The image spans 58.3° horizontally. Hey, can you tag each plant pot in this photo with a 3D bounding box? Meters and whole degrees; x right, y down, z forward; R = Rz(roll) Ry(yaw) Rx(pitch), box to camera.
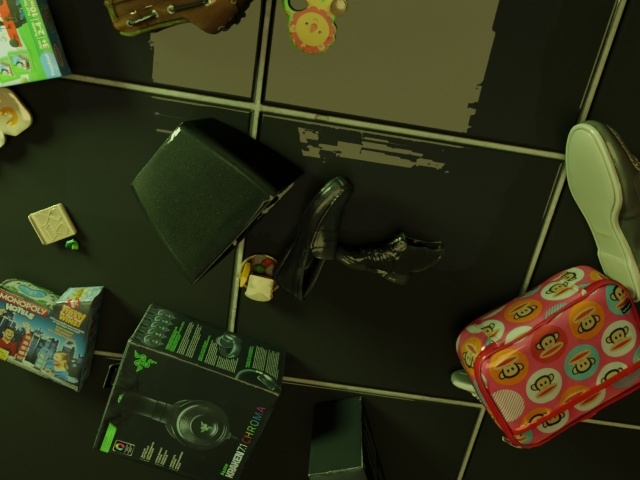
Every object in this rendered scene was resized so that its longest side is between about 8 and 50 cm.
[{"bbox_3d":[-0.160,-0.079,0.852,0.167,0.187,0.188,45,108,-4],"label":"plant pot"}]

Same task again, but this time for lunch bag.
[{"bbox_3d":[0.403,0.211,0.978,0.293,0.120,0.258,-31,109,0],"label":"lunch bag"}]

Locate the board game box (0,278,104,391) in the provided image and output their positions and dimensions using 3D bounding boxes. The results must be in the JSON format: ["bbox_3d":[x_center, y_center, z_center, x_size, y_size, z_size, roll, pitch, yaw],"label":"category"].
[{"bbox_3d":[-0.472,0.144,1.011,0.194,0.060,0.194,28,110,-11],"label":"board game box"}]

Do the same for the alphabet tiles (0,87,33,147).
[{"bbox_3d":[-0.579,-0.254,0.860,0.284,0.021,0.278,-30,110,13],"label":"alphabet tiles"}]

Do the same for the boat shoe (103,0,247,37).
[{"bbox_3d":[-0.144,-0.339,0.778,0.307,0.110,0.104,1,121,13],"label":"boat shoe"}]

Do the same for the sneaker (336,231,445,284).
[{"bbox_3d":[0.114,0.017,0.955,0.170,0.051,0.089,21,112,-13],"label":"sneaker"}]

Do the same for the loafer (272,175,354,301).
[{"bbox_3d":[0.000,0.000,0.924,0.078,0.076,0.223,43,117,26],"label":"loafer"}]

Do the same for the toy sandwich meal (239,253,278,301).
[{"bbox_3d":[-0.103,0.064,0.987,0.086,0.029,0.085,0,114,1],"label":"toy sandwich meal"}]

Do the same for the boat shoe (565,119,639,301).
[{"bbox_3d":[0.474,-0.054,0.894,0.095,0.112,0.335,-32,116,-5],"label":"boat shoe"}]

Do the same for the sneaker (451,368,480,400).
[{"bbox_3d":[0.310,0.284,1.064,0.152,0.053,0.061,17,115,-7],"label":"sneaker"}]

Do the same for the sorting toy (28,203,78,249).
[{"bbox_3d":[-0.443,-0.016,0.966,0.062,0.012,0.083,-20,108,4],"label":"sorting toy"}]

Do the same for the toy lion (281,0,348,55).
[{"bbox_3d":[-0.015,-0.321,0.820,0.100,0.034,0.096,37,117,-14],"label":"toy lion"}]

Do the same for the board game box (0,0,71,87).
[{"bbox_3d":[-0.483,-0.295,0.808,0.212,0.039,0.160,-8,114,6],"label":"board game box"}]

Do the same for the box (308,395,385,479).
[{"bbox_3d":[0.061,0.457,1.072,0.103,0.184,0.261,-13,112,6],"label":"box"}]

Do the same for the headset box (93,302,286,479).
[{"bbox_3d":[-0.239,0.279,1.027,0.283,0.131,0.246,22,111,-8],"label":"headset box"}]
